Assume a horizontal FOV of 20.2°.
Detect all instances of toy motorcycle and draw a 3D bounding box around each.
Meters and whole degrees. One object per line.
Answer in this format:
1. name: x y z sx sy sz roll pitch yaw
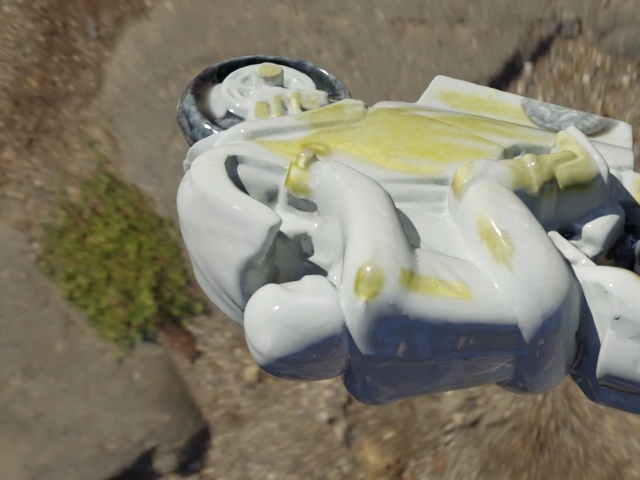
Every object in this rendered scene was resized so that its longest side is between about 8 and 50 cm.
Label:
1. toy motorcycle: 0.038 0.001 0.569 0.228 0.151 0.074 20 129 19
